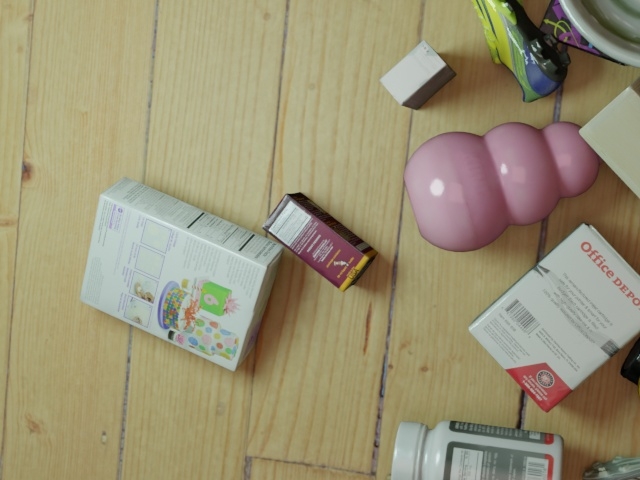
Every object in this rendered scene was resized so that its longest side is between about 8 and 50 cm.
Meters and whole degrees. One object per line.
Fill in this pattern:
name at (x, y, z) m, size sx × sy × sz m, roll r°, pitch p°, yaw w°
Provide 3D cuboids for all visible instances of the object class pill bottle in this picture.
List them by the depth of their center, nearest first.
pill bottle at (0.273, 0.401, 1.860) m, size 0.283 × 0.161 × 0.161 m, roll 6°, pitch 95°, yaw 11°

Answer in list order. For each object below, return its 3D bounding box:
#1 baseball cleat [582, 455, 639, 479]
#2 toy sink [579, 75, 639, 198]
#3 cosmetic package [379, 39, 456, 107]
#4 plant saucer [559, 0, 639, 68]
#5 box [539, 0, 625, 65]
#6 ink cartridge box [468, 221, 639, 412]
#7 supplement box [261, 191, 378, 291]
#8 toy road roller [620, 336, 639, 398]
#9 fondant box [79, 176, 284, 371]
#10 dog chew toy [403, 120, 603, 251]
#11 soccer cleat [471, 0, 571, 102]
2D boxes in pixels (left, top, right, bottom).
baseball cleat at (0.565, 0.419, 1.850) m, size 0.206 × 0.072 × 0.109 m, roll -17°, pitch 97°, yaw 16°
toy sink at (0.567, -0.154, 1.741) m, size 0.234 × 0.153 × 0.131 m, roll 49°, pitch 131°, yaw 5°
cosmetic package at (0.166, -0.274, 1.791) m, size 0.099 × 0.239 × 0.060 m, roll -43°, pitch 86°, yaw 11°
plant saucer at (0.569, -0.460, 1.690) m, size 0.401 × 0.100 × 0.400 m, roll 0°, pitch 90°, yaw 16°
box at (0.469, -0.381, 1.829) m, size 0.162 × 0.029 × 0.116 m, roll 22°, pitch 98°, yaw 8°
ink cartridge box at (0.422, 0.127, 1.833) m, size 0.273 × 0.114 × 0.197 m, roll -44°, pitch 84°, yaw 12°
supplement box at (0.000, 0.000, 1.914) m, size 0.188 × 0.104 × 0.080 m, roll 38°, pitch 101°, yaw 7°
toy road roller at (0.653, 0.174, 1.725) m, size 0.203 × 0.240 × 0.329 m, roll 33°, pitch 100°, yaw 7°
fondant box at (-0.256, 0.060, 1.937) m, size 0.330 × 0.096 × 0.238 m, roll 24°, pitch 120°, yaw 10°
dog chew toy at (0.313, -0.106, 1.801) m, size 0.332 × 0.206 × 0.206 m, roll -17°, pitch 91°, yaw 5°
soccer cleat at (0.311, -0.366, 1.832) m, size 0.289 × 0.093 × 0.121 m, roll 59°, pitch 138°, yaw 12°
